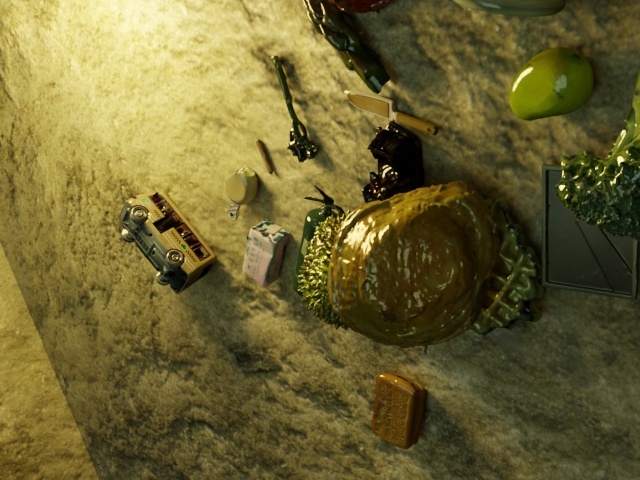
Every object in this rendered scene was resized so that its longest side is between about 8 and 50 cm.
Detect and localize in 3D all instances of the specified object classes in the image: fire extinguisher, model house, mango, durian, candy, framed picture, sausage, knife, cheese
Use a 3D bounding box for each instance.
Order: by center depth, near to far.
[{"bbox_3d":[0.403,-0.276,1.476,0.163,0.089,0.117,-7,106,46],"label":"mango"},{"bbox_3d":[0.501,-0.017,1.554,0.184,0.016,0.250,7,114,33],"label":"framed picture"},{"bbox_3d":[0.138,-0.138,1.751,0.141,0.164,0.203,3,112,37],"label":"model house"},{"bbox_3d":[0.149,-0.277,1.768,0.256,0.022,0.046,28,138,36],"label":"knife"},{"bbox_3d":[0.062,0.061,1.857,0.225,0.291,0.291,29,129,22],"label":"durian"},{"bbox_3d":[0.000,0.000,2.012,0.118,0.093,0.294,16,125,6],"label":"fire extinguisher"},{"bbox_3d":[-0.140,-0.210,2.084,0.015,0.015,0.100,-15,100,47],"label":"sausage"},{"bbox_3d":[-0.144,0.031,2.176,0.092,0.073,0.160,33,130,21],"label":"candy"},{"bbox_3d":[-0.218,-0.127,2.180,0.092,0.047,0.171,54,138,9],"label":"cheese"}]

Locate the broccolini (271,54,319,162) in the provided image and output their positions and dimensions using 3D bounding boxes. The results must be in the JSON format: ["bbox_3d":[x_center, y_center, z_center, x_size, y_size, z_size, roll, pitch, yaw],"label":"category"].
[{"bbox_3d":[-0.065,-0.308,1.959,0.057,0.071,0.254,-126,21,-83],"label":"broccolini"}]

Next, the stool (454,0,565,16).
[{"bbox_3d":[0.317,-0.486,1.372,0.195,0.195,0.198,23,124,34],"label":"stool"}]

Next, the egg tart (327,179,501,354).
[{"bbox_3d":[0.185,0.068,1.638,0.351,0.153,0.339,-7,101,5],"label":"egg tart"}]

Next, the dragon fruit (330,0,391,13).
[{"bbox_3d":[0.043,-0.548,1.631,0.218,0.148,0.224,38,132,24],"label":"dragon fruit"}]

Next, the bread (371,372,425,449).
[{"bbox_3d":[0.193,0.414,2.055,0.116,0.077,0.200,25,125,35],"label":"bread"}]

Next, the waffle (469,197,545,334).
[{"bbox_3d":[0.319,0.057,1.750,0.317,0.073,0.297,-11,102,44],"label":"waffle"}]

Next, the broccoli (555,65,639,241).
[{"bbox_3d":[0.555,-0.120,1.330,0.249,0.302,0.375,40,160,-9],"label":"broccoli"}]

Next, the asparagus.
[{"bbox_3d":[0.048,-0.426,1.750,0.287,0.080,0.080,50,137,3],"label":"asparagus"}]

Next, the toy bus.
[{"bbox_3d":[-0.436,-0.004,2.375,0.289,0.157,0.139,49,141,9],"label":"toy bus"}]
